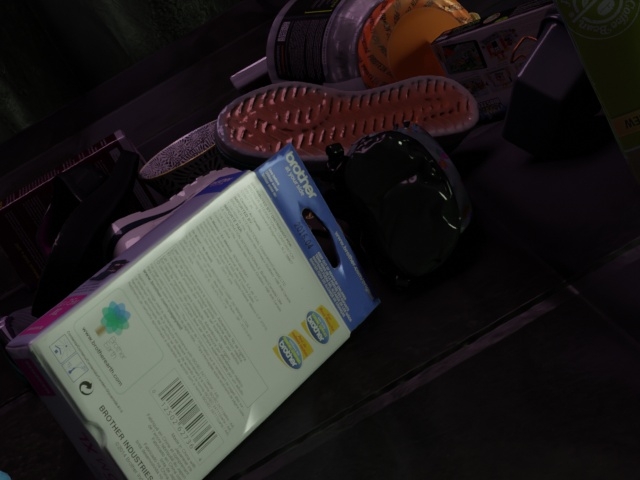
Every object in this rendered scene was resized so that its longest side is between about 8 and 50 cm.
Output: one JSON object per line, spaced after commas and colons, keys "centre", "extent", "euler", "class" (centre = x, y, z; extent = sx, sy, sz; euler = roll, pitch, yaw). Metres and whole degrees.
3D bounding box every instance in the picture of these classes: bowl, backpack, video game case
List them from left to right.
{"centre": [-0.166, -0.102, 1.907], "extent": [0.170, 0.080, 0.170], "euler": [-28, 19, 10], "class": "bowl"}
{"centre": [-0.024, -0.270, 2.060], "extent": [0.204, 0.025, 0.285], "euler": [-29, -3, 4], "class": "video game case"}
{"centre": [0.080, -0.044, 1.299], "extent": [0.115, 0.152, 0.182], "euler": [-23, 6, 4], "class": "backpack"}

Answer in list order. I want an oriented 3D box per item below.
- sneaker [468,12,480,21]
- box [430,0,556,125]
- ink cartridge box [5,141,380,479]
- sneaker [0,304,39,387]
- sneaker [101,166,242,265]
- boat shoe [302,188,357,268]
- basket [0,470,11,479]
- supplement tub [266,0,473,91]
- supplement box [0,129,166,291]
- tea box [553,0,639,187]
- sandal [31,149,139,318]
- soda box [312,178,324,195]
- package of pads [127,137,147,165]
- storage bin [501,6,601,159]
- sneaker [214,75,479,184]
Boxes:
{"centre": [0.198, -0.310, 1.985], "extent": [0.083, 0.032, 0.037], "euler": [-19, 7, 17], "class": "sneaker"}
{"centre": [0.232, -0.204, 1.501], "extent": [0.207, 0.114, 0.036], "euler": [-12, 25, 43], "class": "box"}
{"centre": [-0.097, 0.072, 1.163], "extent": [0.311, 0.186, 0.065], "euler": [-41, 19, -30], "class": "ink cartridge box"}
{"centre": [-0.338, 0.109, 1.622], "extent": [0.098, 0.083, 0.223], "euler": [-30, 17, -13], "class": "sneaker"}
{"centre": [-0.152, -0.010, 1.665], "extent": [0.235, 0.090, 0.095], "euler": [-33, 43, -27], "class": "sneaker"}
{"centre": [0.000, 0.000, 1.373], "extent": [0.068, 0.081, 0.228], "euler": [-31, 15, 11], "class": "boat shoe"}
{"centre": [-0.325, 0.278, 0.894], "extent": [0.254, 0.201, 0.289], "euler": [-6, 61, 50], "class": "basket"}
{"centre": [0.066, -0.238, 1.724], "extent": [0.193, 0.194, 0.316], "euler": [-35, 18, -13], "class": "supplement tub"}
{"centre": [-0.361, -0.046, 1.986], "extent": [0.239, 0.130, 0.073], "euler": [-31, 18, -5], "class": "supplement box"}
{"centre": [0.332, -0.276, 1.192], "extent": [0.220, 0.324, 0.329], "euler": [-21, 19, 26], "class": "tea box"}
{"centre": [-0.316, -0.029, 1.737], "extent": [0.446, 0.107, 0.168], "euler": [-83, 14, -76], "class": "sandal"}
{"centre": [-0.088, -0.006, 1.550], "extent": [0.210, 0.067, 0.071], "euler": [-29, 17, 3], "class": "soda box"}
{"centre": [-0.312, -0.126, 2.199], "extent": [0.050, 0.083, 0.032], "euler": [-14, 29, 50], "class": "package of pads"}
{"centre": [0.226, -0.153, 1.345], "extent": [0.091, 0.098, 0.135], "euler": [-51, -17, -26], "class": "storage bin"}
{"centre": [0.022, -0.098, 1.441], "extent": [0.302, 0.108, 0.121], "euler": [-7, -31, -25], "class": "sneaker"}
